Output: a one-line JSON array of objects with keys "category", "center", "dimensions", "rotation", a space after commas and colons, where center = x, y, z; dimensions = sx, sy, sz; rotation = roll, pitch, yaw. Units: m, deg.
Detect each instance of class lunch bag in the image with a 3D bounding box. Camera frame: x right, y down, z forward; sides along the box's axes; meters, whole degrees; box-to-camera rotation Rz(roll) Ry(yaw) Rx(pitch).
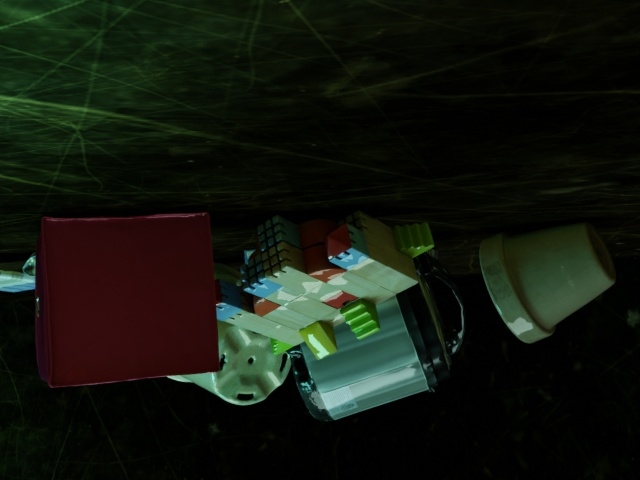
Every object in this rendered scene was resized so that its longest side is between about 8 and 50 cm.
[{"category": "lunch bag", "center": [-0.549, 0.047, 1.738], "dimensions": [0.083, 0.053, 0.071], "rotation": [-16, 173, 18]}]

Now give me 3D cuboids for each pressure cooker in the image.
[{"category": "pressure cooker", "center": [0.134, 0.204, 2.030], "dimensions": [0.421, 0.375, 0.370], "rotation": [-19, 173, 5]}]

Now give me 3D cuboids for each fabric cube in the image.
[{"category": "fabric cube", "center": [-0.320, 0.098, 1.382], "dimensions": [0.259, 0.254, 0.258], "rotation": [-1, 174, -20]}]

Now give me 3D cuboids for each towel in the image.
[{"category": "towel", "center": [-0.711, 0.069, 1.761], "dimensions": [0.285, 0.034, 0.209], "rotation": [12, 165, -43]}]

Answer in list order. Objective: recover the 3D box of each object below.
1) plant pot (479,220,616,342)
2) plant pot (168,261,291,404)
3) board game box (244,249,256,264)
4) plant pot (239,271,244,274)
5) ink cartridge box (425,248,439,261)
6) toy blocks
[{"category": "plant pot", "center": [0.511, 0.067, 1.896], "dimensions": [0.229, 0.263, 0.263], "rotation": [-28, 163, 28]}, {"category": "plant pot", "center": [-0.238, 0.251, 2.152], "dimensions": [0.334, 0.333, 0.305], "rotation": [0, -166, -33]}, {"category": "board game box", "center": [-0.080, 0.038, 2.049], "dimensions": [0.201, 0.035, 0.136], "rotation": [-4, 174, -5]}, {"category": "plant pot", "center": [-0.294, 0.232, 2.767], "dimensions": [0.276, 0.253, 0.276], "rotation": [-3, 175, 0]}, {"category": "ink cartridge box", "center": [0.192, 0.049, 2.291], "dimensions": [0.224, 0.045, 0.223], "rotation": [-4, 174, 13]}, {"category": "toy blocks", "center": [-0.028, 0.056, 1.476], "dimensions": [0.381, 0.190, 0.261], "rotation": [-30, 144, 28]}]
